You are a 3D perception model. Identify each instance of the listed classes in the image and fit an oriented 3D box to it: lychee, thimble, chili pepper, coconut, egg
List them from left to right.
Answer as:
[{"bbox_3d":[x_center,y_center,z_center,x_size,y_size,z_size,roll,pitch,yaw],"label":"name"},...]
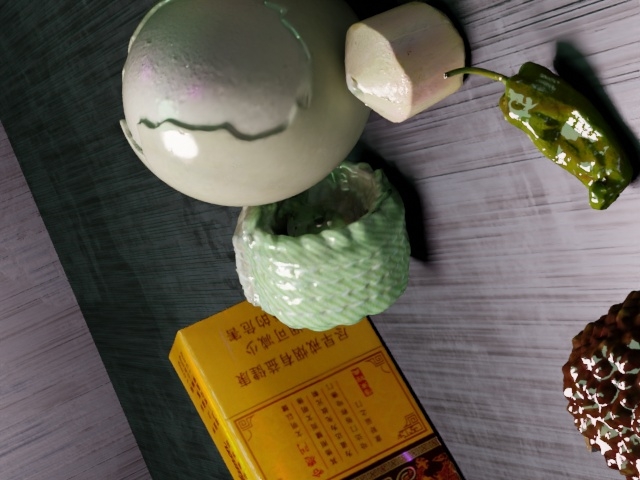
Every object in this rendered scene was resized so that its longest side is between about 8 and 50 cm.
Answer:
[{"bbox_3d":[-0.087,-0.176,1.823,0.278,0.278,0.336,67,-158,-4],"label":"egg"},{"bbox_3d":[0.000,0.000,1.991,0.219,0.219,0.150,42,150,47],"label":"thimble"},{"bbox_3d":[0.083,-0.187,1.724,0.116,0.122,0.116,49,153,36],"label":"coconut"},{"bbox_3d":[0.221,-0.121,1.542,0.204,0.073,0.072,48,137,14],"label":"chili pepper"},{"bbox_3d":[0.333,0.125,1.307,0.271,0.236,0.236,7,128,23],"label":"lychee"}]

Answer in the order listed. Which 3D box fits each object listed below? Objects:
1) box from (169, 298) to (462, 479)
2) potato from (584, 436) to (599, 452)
[{"bbox_3d":[0.000,0.265,2.215,0.415,0.264,0.116,59,156,16],"label":"box"},{"bbox_3d":[0.297,0.202,1.752,0.037,0.036,0.093,54,157,19],"label":"potato"}]
